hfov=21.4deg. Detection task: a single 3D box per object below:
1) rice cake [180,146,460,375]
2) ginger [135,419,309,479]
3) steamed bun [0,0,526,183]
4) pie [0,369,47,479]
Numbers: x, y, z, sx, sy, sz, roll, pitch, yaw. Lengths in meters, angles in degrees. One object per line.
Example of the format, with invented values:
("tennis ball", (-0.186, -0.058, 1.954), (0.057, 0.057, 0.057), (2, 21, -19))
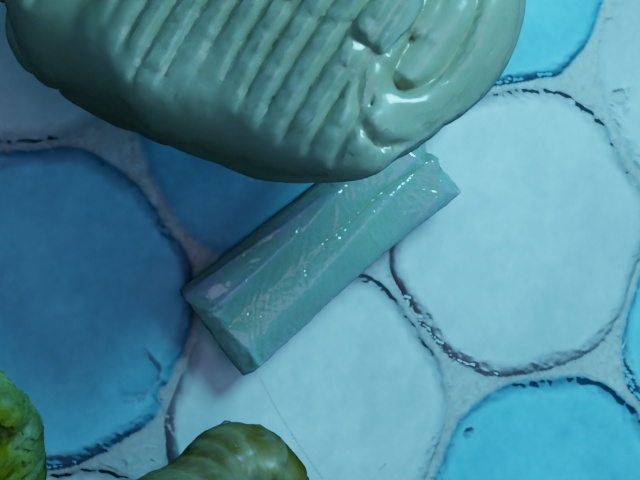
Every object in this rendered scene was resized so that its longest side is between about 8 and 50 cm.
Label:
("rice cake", (0.001, 0.000, 1.257), (0.222, 0.042, 0.080), (-40, 100, -16))
("ginger", (-0.126, 0.272, 1.126), (0.256, 0.176, 0.375), (54, 53, -11))
("steamed bun", (-0.024, -0.207, 1.135), (0.368, 0.255, 0.342), (35, 96, 10))
("pie", (-0.293, 0.172, 1.075), (0.277, 0.078, 0.277), (-30, 142, -27))
